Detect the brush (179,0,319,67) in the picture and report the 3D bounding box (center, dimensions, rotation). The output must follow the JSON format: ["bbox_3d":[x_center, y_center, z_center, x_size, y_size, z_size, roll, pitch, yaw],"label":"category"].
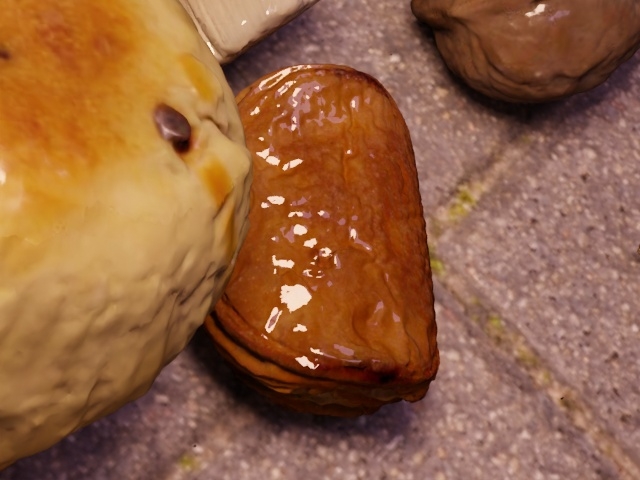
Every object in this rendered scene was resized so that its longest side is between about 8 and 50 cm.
[{"bbox_3d":[-0.069,-0.242,1.448,0.166,0.174,0.266,53,37,-8],"label":"brush"}]

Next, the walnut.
[{"bbox_3d":[0.174,-0.219,1.529,0.224,0.224,0.224,12,60,-21],"label":"walnut"}]

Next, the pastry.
[{"bbox_3d":[-0.243,-0.035,1.149,0.389,0.313,0.388,21,50,-27],"label":"pastry"}]

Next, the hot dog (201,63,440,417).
[{"bbox_3d":[0.000,0.000,1.370,0.196,0.122,0.272,7,58,-25],"label":"hot dog"}]

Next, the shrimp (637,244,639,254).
[{"bbox_3d":[0.329,0.070,1.543,0.091,0.043,0.184,-33,83,-32],"label":"shrimp"}]
